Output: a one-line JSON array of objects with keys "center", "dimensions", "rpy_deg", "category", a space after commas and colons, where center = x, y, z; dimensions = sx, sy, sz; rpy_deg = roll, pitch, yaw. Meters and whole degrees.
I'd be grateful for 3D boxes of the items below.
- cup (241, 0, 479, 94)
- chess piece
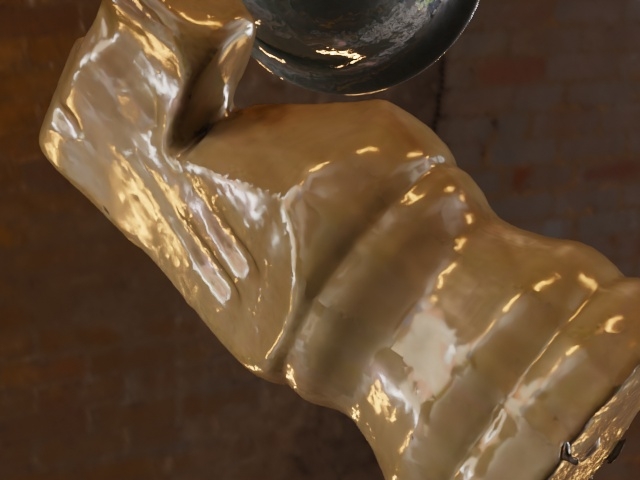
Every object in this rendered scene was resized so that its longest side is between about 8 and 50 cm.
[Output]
[{"center": [-0.004, -0.194, 1.069], "dimensions": [0.199, 0.199, 0.150], "rpy_deg": [-42, -10, 16], "category": "cup"}, {"center": [0.000, 0.000, 0.704], "dimensions": [0.137, 0.301, 0.137], "rpy_deg": [-45, -21, -22], "category": "chess piece"}]
